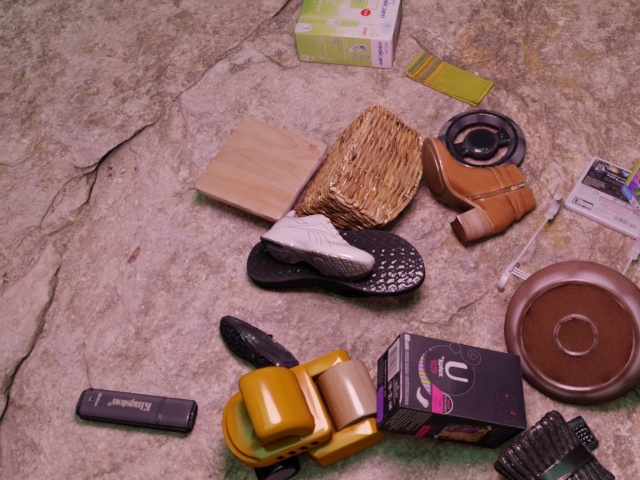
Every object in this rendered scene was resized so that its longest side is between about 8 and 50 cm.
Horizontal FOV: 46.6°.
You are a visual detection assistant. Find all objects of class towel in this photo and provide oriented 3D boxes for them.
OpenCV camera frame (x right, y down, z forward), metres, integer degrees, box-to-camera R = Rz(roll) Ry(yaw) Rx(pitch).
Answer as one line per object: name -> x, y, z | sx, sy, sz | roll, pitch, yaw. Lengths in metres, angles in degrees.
towel -> 0.362, -0.459, 2.099 | 0.237, 0.021, 0.102 | 30, 68, 22

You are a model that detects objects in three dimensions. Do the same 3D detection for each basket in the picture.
basket -> 0.117, -0.155, 1.903 | 0.214, 0.223, 0.299 | 33, 63, -12

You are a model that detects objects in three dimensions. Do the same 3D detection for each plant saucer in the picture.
plant saucer -> 0.537, 0.197, 1.558 | 0.311, 0.050, 0.310 | 1, 93, 24

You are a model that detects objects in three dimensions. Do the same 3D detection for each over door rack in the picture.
over door rack -> 0.579, 0.064, 1.714 | 0.240, 0.108, 0.324 | 29, 55, 20

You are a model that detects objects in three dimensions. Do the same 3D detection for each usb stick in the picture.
usb stick -> -0.411, 0.380, 1.669 | 0.278, 0.045, 0.077 | 5, 60, 10

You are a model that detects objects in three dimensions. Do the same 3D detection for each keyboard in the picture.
keyboard -> 0.473, 0.423, 1.541 | 0.192, 0.038, 0.100 | -26, 59, -10

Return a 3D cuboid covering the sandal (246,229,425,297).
sandal -> 0.042, 0.063, 1.787 | 0.446, 0.107, 0.167 | 3, 60, 23

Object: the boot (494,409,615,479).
boot -> 0.423, 0.520, 1.414 | 0.348, 0.131, 0.260 | -38, 75, -27

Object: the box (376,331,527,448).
box -> 0.263, 0.309, 1.519 | 0.271, 0.143, 0.165 | 12, 55, -12

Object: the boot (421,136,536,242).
boot -> 0.389, -0.154, 1.824 | 0.220, 0.109, 0.283 | -24, 81, -16

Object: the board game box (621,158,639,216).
board game box -> 0.831, -0.051, 1.653 | 0.078, 0.233, 0.347 | -19, 63, -8

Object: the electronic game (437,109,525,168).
electronic game -> 0.420, -0.252, 1.950 | 0.230, 0.048, 0.229 | -3, 60, 5

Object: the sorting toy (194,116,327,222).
sorting toy -> -0.147, -0.170, 1.942 | 0.257, 0.089, 0.255 | 22, 64, 21

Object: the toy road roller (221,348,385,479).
toy road roller -> -0.039, 0.346, 1.530 | 0.330, 0.240, 0.202 | -22, 59, -6

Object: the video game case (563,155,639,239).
video game case -> 0.729, -0.108, 1.842 | 0.191, 0.022, 0.173 | 28, 67, 22

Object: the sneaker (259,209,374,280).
sneaker -> 0.000, 0.000, 1.713 | 0.297, 0.111, 0.129 | 19, 63, 31

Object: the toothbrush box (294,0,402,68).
toothbrush box -> 0.085, -0.628, 2.177 | 0.284, 0.122, 0.206 | 8, 61, 10

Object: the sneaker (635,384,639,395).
sneaker -> 0.744, 0.248, 1.585 | 0.164, 0.086, 0.226 | 2, 60, 5

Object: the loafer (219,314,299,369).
loafer -> -0.144, 0.242, 1.713 | 0.223, 0.076, 0.078 | 33, 32, 30
